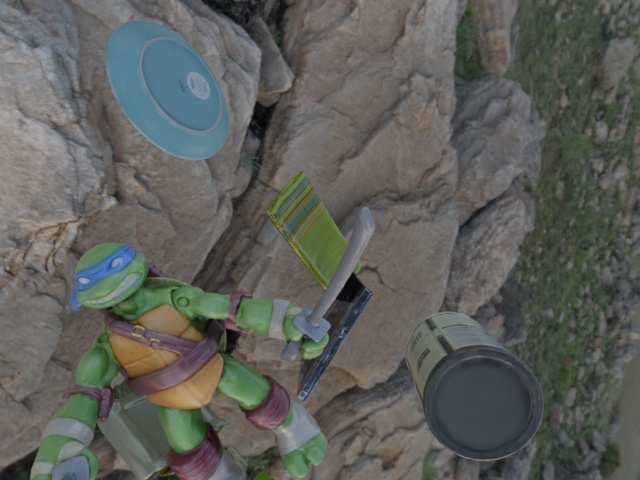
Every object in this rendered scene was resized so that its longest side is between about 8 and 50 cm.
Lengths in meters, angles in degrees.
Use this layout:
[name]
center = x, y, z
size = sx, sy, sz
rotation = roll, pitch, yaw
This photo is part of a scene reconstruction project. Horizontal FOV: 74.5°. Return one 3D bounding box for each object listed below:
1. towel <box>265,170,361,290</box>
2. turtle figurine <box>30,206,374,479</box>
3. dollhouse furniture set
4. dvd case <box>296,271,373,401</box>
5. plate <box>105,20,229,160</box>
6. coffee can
[towel]
center = 0.000, 0.000, 0.738
size = 0.102, 0.021, 0.237
rotation = -54, 127, -27
[turtle figurine]
center = -0.083, 0.134, 0.316
size = 0.198, 0.275, 0.266
rotation = -55, 133, -39
[dollhouse furniture set]
center = -0.265, 0.417, 0.765
size = 0.151, 0.301, 0.197
rotation = -54, 162, 12
[dvd case]
center = 0.017, 0.128, 0.633
size = 0.018, 0.221, 0.164
rotation = 32, 91, -2
[plate]
center = -0.184, -0.198, 0.552
size = 0.188, 0.024, 0.188
rotation = 28, 54, -48
[coffee can]
center = 0.290, 0.273, 0.856
size = 0.275, 0.202, 0.201
rotation = -38, 139, -84
